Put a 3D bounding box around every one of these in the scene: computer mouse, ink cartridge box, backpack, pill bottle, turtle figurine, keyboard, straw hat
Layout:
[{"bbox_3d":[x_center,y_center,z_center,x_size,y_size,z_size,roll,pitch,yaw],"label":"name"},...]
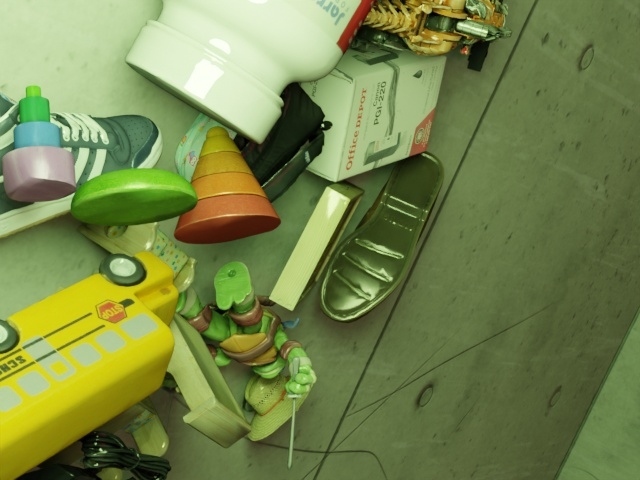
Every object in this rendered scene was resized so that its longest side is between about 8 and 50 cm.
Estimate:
[{"bbox_3d":[-0.319,0.290,1.321,0.262,0.060,0.184,-16,151,13],"label":"computer mouse"},{"bbox_3d":[0.069,-0.188,1.619,0.218,0.092,0.158,-20,130,-44],"label":"ink cartridge box"},{"bbox_3d":[-0.091,-0.122,1.422,0.182,0.115,0.152,-56,136,-7],"label":"backpack"},{"bbox_3d":[-0.034,-0.321,1.232,0.407,0.229,0.229,-60,148,0],"label":"pill bottle"},{"bbox_3d":[-0.118,0.167,1.534,0.274,0.198,0.266,-52,142,-20],"label":"turtle figurine"},{"bbox_3d":[0.276,-0.410,1.744,0.201,0.033,0.317,-58,164,-67],"label":"keyboard"},{"bbox_3d":[-0.080,0.232,1.757,0.061,0.144,0.144,44,73,-16],"label":"straw hat"}]

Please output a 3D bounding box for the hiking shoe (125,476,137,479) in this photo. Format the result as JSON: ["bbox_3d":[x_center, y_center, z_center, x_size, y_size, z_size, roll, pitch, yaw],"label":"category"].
[{"bbox_3d":[-0.266,0.469,1.636,0.132,0.113,0.304,-36,140,-36],"label":"hiking shoe"}]

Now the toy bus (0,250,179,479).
[{"bbox_3d":[-0.268,0.131,1.184,0.333,0.130,0.108,-30,150,-46],"label":"toy bus"}]

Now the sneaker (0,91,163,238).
[{"bbox_3d":[-0.278,-0.110,1.179,0.282,0.099,0.153,-29,138,-37],"label":"sneaker"}]

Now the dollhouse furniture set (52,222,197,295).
[{"bbox_3d":[-0.254,0.035,1.324,0.161,0.101,0.182,-55,148,-10],"label":"dollhouse furniture set"}]

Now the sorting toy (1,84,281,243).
[{"bbox_3d":[-0.180,-0.085,1.188,0.366,0.127,0.126,13,65,-55],"label":"sorting toy"}]

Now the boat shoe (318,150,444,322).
[{"bbox_3d":[0.101,0.007,1.789,0.307,0.111,0.104,-55,172,-15],"label":"boat shoe"}]

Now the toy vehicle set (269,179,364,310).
[{"bbox_3d":[0.000,0.000,1.597,0.166,0.035,0.267,-62,177,7],"label":"toy vehicle set"}]

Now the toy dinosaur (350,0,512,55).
[{"bbox_3d":[0.127,-0.307,1.479,0.164,0.218,0.322,-64,153,3],"label":"toy dinosaur"}]

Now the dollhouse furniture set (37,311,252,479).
[{"bbox_3d":[-0.233,0.217,1.371,0.242,0.161,0.212,-36,147,3],"label":"dollhouse furniture set"}]
